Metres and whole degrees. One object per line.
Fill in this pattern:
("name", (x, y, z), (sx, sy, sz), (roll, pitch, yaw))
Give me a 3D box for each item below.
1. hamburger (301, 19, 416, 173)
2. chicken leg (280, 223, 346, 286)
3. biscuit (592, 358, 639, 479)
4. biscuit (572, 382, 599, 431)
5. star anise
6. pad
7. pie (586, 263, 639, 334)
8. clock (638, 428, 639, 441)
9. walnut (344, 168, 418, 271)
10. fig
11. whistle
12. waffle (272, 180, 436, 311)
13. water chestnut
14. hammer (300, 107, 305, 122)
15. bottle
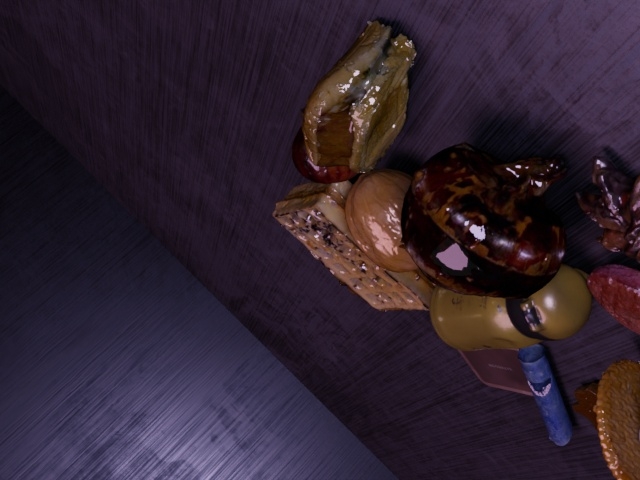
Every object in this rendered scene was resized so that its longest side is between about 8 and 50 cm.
("hamburger", (0.058, -0.226, 1.485), (0.132, 0.211, 0.308), (35, 155, 15))
("chicken leg", (0.000, 0.000, 2.135), (0.304, 0.113, 0.093), (37, 135, 28))
("biscuit", (0.569, 0.337, 1.499), (0.035, 0.254, 0.254), (-25, 109, 47))
("biscuit", (0.612, 0.363, 1.746), (0.182, 0.034, 0.215), (56, 159, -21))
("star anise", (0.479, -0.005, 1.244), (0.272, 0.102, 0.272), (39, 161, 16))
("pad", (0.431, 0.304, 2.016), (0.176, 0.002, 0.266), (53, 158, -17))
("pie", (0.524, 0.106, 1.389), (0.182, 0.049, 0.182), (40, 169, 10))
("clock", (0.613, 0.281, 1.428), (0.093, 0.166, 0.162), (28, 146, 34))
("walnut", (0.148, -0.040, 1.685), (0.225, 0.193, 0.193), (49, 159, -11))
("fig", (0.008, -0.197, 1.698), (0.148, 0.149, 0.202), (1, 142, 39))
("whistle", (0.509, 0.347, 1.875), (0.062, 0.062, 0.304), (21, 147, 48))
("waffle", (0.090, 0.016, 1.902), (0.376, 0.114, 0.261), (43, 162, -19))
("water chestnut", (0.282, -0.043, 1.378), (0.300, 0.300, 0.300), (38, 157, 19))
("hammer", (-0.007, -0.168, 1.945), (0.111, 0.043, 0.365), (35, 154, 30))
("bottle", (0.367, 0.124, 1.592), (0.171, 0.171, 0.351), (50, 157, -11))
